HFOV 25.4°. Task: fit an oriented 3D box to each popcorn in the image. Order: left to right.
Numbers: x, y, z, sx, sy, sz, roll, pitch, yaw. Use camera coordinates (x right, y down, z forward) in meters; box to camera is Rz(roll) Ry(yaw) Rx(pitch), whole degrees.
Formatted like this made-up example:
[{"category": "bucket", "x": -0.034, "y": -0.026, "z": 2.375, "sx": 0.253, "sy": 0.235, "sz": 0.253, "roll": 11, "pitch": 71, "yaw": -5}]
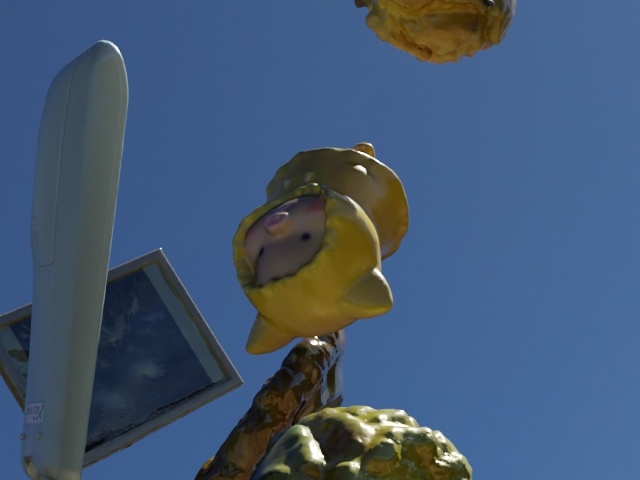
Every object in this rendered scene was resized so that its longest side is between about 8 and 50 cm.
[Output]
[{"category": "popcorn", "x": 0.015, "y": 0.213, "z": 0.910, "sx": 0.169, "sy": 0.218, "sz": 0.189, "roll": 27, "pitch": -44, "yaw": -16}, {"category": "popcorn", "x": 0.110, "y": -0.240, "z": 1.344, "sx": 0.152, "sy": 0.148, "sz": 0.167, "roll": 3, "pitch": -25, "yaw": 48}]

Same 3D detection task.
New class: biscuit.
[{"category": "biscuit", "x": -0.070, "y": 0.225, "z": 1.453, "sx": 0.335, "sy": 0.078, "sz": 0.329, "roll": -55, "pitch": -8, "yaw": 0}]

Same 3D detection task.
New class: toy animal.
[{"category": "toy animal", "x": 0.004, "y": -0.002, "z": 1.283, "sx": 0.156, "sy": 0.230, "sz": 0.156, "roll": 7, "pitch": -50, "yaw": 9}]

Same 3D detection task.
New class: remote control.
[{"category": "remote control", "x": -0.171, "y": 0.015, "z": 0.954, "sx": 0.051, "sy": 0.293, "sz": 0.103, "roll": 7, "pitch": -11, "yaw": -21}]

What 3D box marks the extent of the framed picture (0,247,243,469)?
[{"category": "framed picture", "x": -0.244, "y": 0.138, "z": 1.677, "sx": 0.281, "sy": 0.209, "sz": 0.019, "roll": -27, "pitch": -11, "yaw": -42}]
